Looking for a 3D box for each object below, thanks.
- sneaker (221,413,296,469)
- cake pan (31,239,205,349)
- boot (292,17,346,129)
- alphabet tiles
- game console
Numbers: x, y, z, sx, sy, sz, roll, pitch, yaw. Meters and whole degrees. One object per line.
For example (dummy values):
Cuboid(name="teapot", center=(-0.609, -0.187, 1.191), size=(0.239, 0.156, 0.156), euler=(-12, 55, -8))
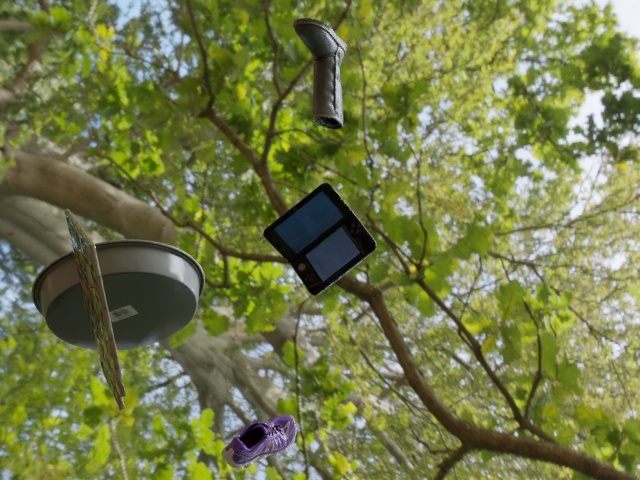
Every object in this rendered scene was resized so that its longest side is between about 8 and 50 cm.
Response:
Cuboid(name="sneaker", center=(-0.098, 0.352, 1.199), size=(0.068, 0.170, 0.071), euler=(42, -59, 23))
Cuboid(name="cake pan", center=(-0.345, 0.107, 1.166), size=(0.293, 0.293, 0.054), euler=(-23, -125, 9))
Cuboid(name="boot", center=(-0.003, -0.377, 1.522), size=(0.076, 0.190, 0.208), euler=(2, -101, 42))
Cuboid(name="alphabet tiles", center=(-0.290, 0.092, 0.864), size=(0.009, 0.237, 0.198), euler=(-14, -160, -25))
Cuboid(name="game console", center=(0.000, 0.000, 1.123), size=(0.144, 0.085, 0.124), euler=(-38, -117, 7))
